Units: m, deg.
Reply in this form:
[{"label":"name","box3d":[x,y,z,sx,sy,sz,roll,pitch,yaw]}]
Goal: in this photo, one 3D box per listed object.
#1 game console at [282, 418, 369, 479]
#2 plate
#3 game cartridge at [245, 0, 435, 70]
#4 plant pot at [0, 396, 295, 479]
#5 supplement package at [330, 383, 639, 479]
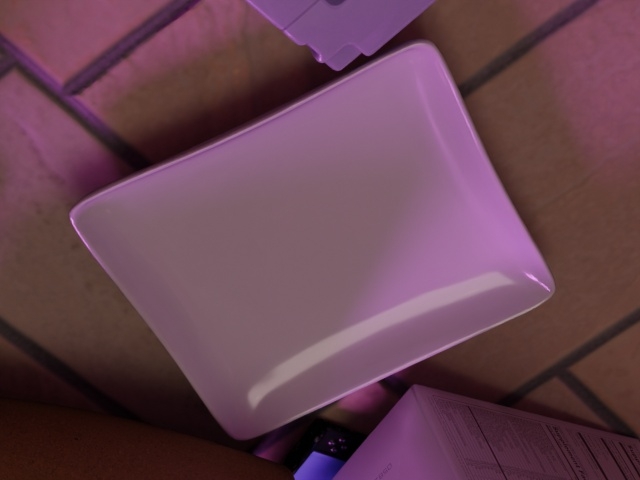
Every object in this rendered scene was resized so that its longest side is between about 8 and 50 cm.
[{"label":"game console","box3d":[-0.014,0.210,1.539,0.107,0.071,0.122,22,122,-28]},{"label":"plate","box3d":[0.000,0.000,1.383,0.277,0.045,0.278,-26,131,7]},{"label":"game cartridge","box3d":[-0.014,-0.247,1.166,0.198,0.062,0.297,-41,127,15]},{"label":"plant pot","box3d":[-0.184,0.221,1.423,0.254,0.237,0.237,29,118,-18]},{"label":"supplement package","box3d":[0.147,0.271,1.523,0.263,0.198,0.199,16,124,-37]}]
